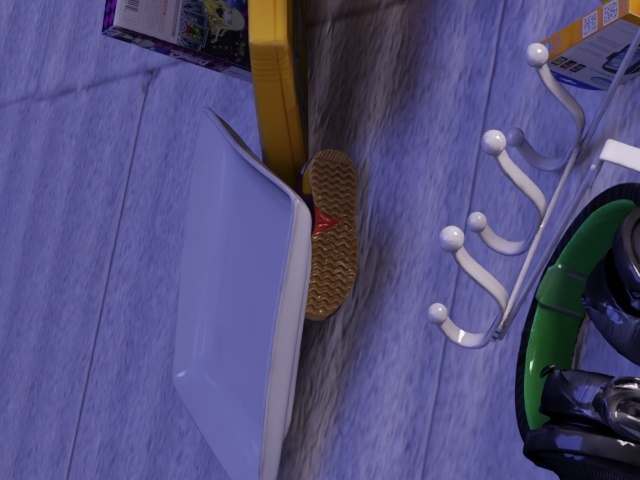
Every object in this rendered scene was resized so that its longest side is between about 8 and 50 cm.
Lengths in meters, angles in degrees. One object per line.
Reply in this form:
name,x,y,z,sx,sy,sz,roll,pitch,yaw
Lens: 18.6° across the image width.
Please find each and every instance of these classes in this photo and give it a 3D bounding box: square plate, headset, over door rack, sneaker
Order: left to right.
square plate,-0.084,0.064,2.111,0.347,0.049,0.344,-133,47,-63
sneaker,0.000,0.000,2.079,0.084,0.070,0.185,143,137,-69
over door rack,0.197,-0.079,1.600,0.239,0.108,0.324,-64,8,-34
headset,0.228,0.088,1.519,0.394,0.185,0.243,-128,59,-68

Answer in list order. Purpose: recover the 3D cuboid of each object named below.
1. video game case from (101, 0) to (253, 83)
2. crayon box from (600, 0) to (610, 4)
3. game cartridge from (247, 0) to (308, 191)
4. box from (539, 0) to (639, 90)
video game case,-0.147,-0.324,2.327,0.042,0.210,0.232,-21,59,55
crayon box,0.254,-0.342,1.657,0.081,0.318,0.202,-43,10,-38
game cartridge,-0.044,-0.244,2.101,0.323,0.053,0.285,87,-179,-64
box,0.254,-0.170,1.704,0.136,0.081,0.028,-26,54,52
